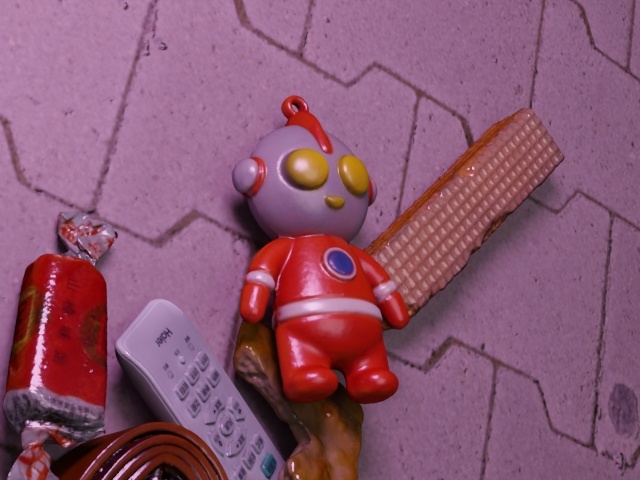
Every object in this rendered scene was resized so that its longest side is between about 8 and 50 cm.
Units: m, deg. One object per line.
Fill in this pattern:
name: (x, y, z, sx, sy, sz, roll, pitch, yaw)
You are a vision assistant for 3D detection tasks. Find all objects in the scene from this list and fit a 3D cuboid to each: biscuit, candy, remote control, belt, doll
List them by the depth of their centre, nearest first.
belt: (-0.172, 0.287, 1.008, 0.184, 0.105, 0.261, 40, 55, -23)
candy: (-0.225, 0.091, 1.033, 0.086, 0.059, 0.292, 22, 49, -29)
remote control: (-0.096, 0.194, 1.129, 0.293, 0.051, 0.103, 56, 27, -12)
biscuit: (-0.023, 0.181, 1.167, 0.174, 0.039, 0.183, 41, 30, -26)
doll: (0.000, 0.000, 1.216, 0.200, 0.105, 0.336, 6, 63, -32)
biscuit: (0.163, -0.034, 1.405, 0.379, 0.054, 0.094, -43, 104, -38)
